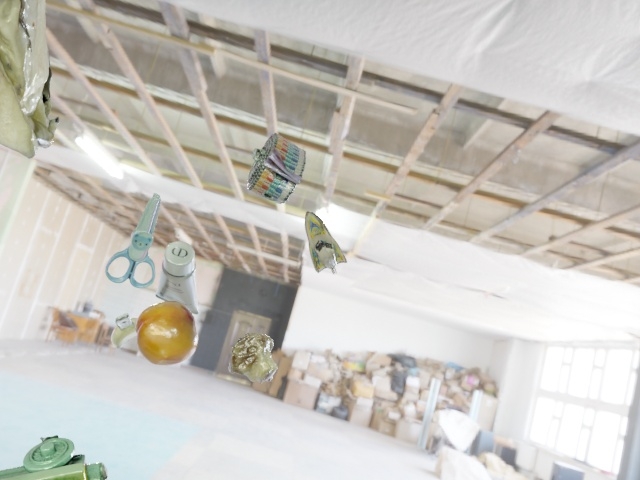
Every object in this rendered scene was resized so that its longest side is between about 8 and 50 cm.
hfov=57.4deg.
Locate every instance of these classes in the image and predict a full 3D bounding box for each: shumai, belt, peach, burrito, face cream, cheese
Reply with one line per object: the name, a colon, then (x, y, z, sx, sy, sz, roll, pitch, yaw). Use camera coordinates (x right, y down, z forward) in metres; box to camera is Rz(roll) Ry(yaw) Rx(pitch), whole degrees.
shumai: (-0.171, 0.321, 1.538, 0.145, 0.145, 0.116, 29, 21, -54)
belt: (-0.159, -0.239, 1.940, 0.160, 0.207, 0.295, 29, 23, -14)
peach: (-0.328, 0.194, 1.243, 0.138, 0.138, 0.138, 15, -10, 3)
burrito: (-0.583, -0.331, 1.104, 0.135, 0.332, 0.190, -1, 25, -15)
face cream: (-0.404, 0.113, 1.663, 0.143, 0.089, 0.314, 22, -34, 0)
cheese: (-0.616, 0.276, 1.854, 0.127, 0.050, 0.235, -25, -17, -17)

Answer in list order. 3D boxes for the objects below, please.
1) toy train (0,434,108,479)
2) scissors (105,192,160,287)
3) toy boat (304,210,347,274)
toy train: (-0.537, 0.445, 0.939, 0.368, 0.151, 0.237, -8, 15, -15)
scissors: (-0.453, 0.000, 1.483, 0.125, 0.256, 0.030, 17, 16, -24)
toy boat: (0.000, 0.000, 1.432, 0.084, 0.066, 0.210, -19, -45, 6)
